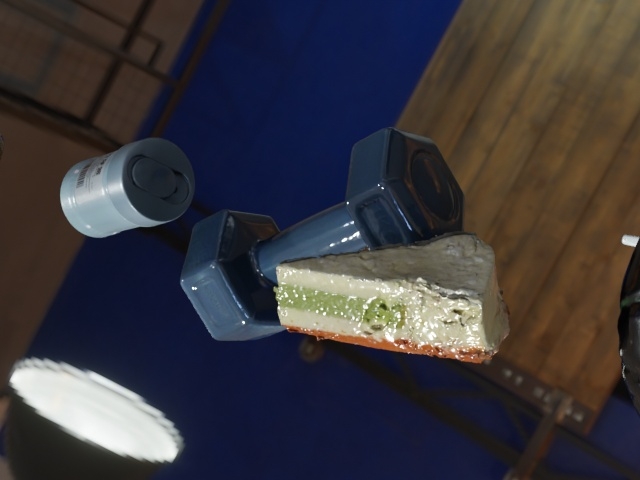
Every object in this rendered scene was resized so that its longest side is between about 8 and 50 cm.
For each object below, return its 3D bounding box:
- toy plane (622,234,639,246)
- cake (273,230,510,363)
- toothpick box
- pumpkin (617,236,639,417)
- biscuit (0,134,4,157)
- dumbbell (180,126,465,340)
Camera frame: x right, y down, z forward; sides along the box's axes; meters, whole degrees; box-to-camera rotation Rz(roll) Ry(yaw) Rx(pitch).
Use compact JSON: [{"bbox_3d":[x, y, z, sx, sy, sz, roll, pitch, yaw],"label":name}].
[{"bbox_3d":[0.357,0.015,1.153,0.118,0.252,0.252,11,176,31],"label":"toy plane"},{"bbox_3d":[0.078,0.044,1.282,0.220,0.086,0.117,7,-148,26],"label":"cake"},{"bbox_3d":[-0.231,-0.061,1.566,0.101,0.101,0.153,25,159,-34],"label":"toothpick box"},{"bbox_3d":[0.280,0.060,0.905,0.194,0.194,0.150,26,147,-18],"label":"pumpkin"},{"bbox_3d":[-0.382,-0.094,0.898,0.301,0.043,0.278,40,-145,19],"label":"biscuit"},{"bbox_3d":[0.000,0.000,1.448,0.144,0.324,0.160,40,-138,-34],"label":"dumbbell"}]
